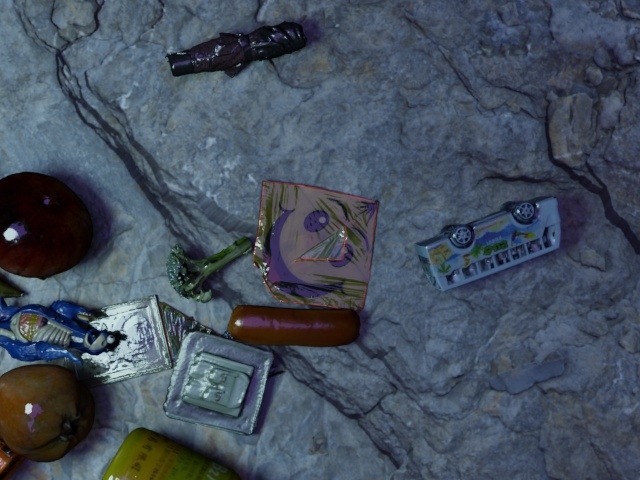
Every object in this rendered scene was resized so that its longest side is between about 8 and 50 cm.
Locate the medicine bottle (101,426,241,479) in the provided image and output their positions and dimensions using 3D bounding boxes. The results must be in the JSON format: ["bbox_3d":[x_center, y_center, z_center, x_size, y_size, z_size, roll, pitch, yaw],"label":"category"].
[{"bbox_3d":[-0.257,0.557,1.365,0.384,0.224,0.224,27,83,0],"label":"medicine bottle"}]

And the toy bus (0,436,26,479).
[{"bbox_3d":[-0.771,0.379,1.385,0.329,0.153,0.143,42,84,1],"label":"toy bus"}]

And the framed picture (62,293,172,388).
[{"bbox_3d":[-0.460,0.229,1.494,0.231,0.010,0.173,-15,85,-5],"label":"framed picture"}]

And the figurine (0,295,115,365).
[{"bbox_3d":[-0.574,0.202,1.423,0.262,0.164,0.120,19,122,1],"label":"figurine"}]

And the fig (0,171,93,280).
[{"bbox_3d":[-0.605,-0.027,1.415,0.214,0.235,0.235,-17,84,32],"label":"fig"}]

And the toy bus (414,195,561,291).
[{"bbox_3d":[0.389,0.002,1.535,0.330,0.109,0.136,-20,95,-6],"label":"toy bus"}]

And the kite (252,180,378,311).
[{"bbox_3d":[0.000,0.000,1.550,0.328,0.013,0.377,-34,88,-7],"label":"kite"}]

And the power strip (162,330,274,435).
[{"bbox_3d":[-0.223,0.311,1.462,0.213,0.064,0.198,14,86,-3],"label":"power strip"}]

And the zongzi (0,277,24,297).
[{"bbox_3d":[-0.773,0.027,1.451,0.242,0.112,0.220,-4,82,-14],"label":"zongzi"}]

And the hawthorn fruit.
[{"bbox_3d":[-0.594,0.337,1.396,0.251,0.199,0.199,23,82,28],"label":"hawthorn fruit"}]

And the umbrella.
[{"bbox_3d":[-0.193,-0.439,1.548,0.326,0.094,0.090,-14,71,-6],"label":"umbrella"}]

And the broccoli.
[{"bbox_3d":[-0.245,0.050,1.495,0.204,0.118,0.122,-25,55,-22],"label":"broccoli"}]

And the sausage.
[{"bbox_3d":[-0.056,0.189,1.487,0.300,0.083,0.089,2,79,-8],"label":"sausage"}]

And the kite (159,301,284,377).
[{"bbox_3d":[-0.251,0.269,1.505,0.321,0.016,0.234,29,84,0],"label":"kite"}]
